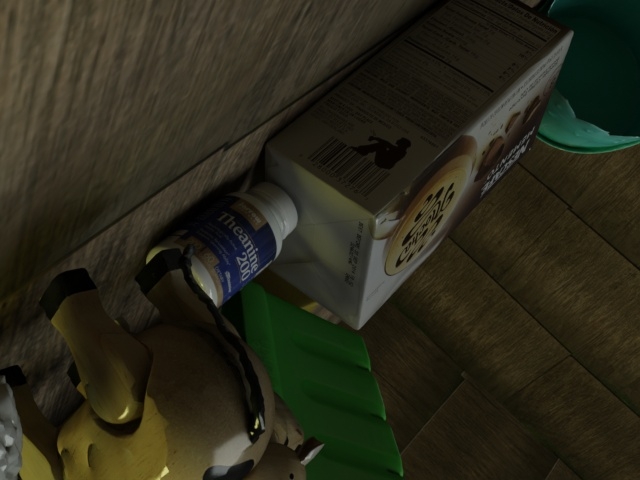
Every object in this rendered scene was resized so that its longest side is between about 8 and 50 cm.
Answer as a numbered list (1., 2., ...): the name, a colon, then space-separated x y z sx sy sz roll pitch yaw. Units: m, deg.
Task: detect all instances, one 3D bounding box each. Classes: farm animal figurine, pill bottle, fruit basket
1. farm animal figurine: -0.109 0.144 0.569 0.330 0.172 0.326 -24 158 -36
2. pill bottle: -0.072 0.003 0.723 0.120 0.067 0.067 -41 171 -40
3. fruit basket: -0.127 0.233 0.948 0.392 0.392 0.282 -36 149 -58

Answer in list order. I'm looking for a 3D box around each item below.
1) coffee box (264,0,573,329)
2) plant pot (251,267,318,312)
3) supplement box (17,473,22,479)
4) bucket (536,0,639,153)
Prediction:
1. coffee box: 0.087 -0.085 0.843 0.297 0.119 0.168 -43 157 -30
2. plant pot: -0.070 0.080 1.134 0.083 0.081 0.081 -24 158 -47
3. supplement box: -0.227 0.308 0.785 0.073 0.239 0.130 -50 173 16
4. bucket: 0.442 -0.272 1.463 0.281 0.281 0.183 -46 -179 -12
